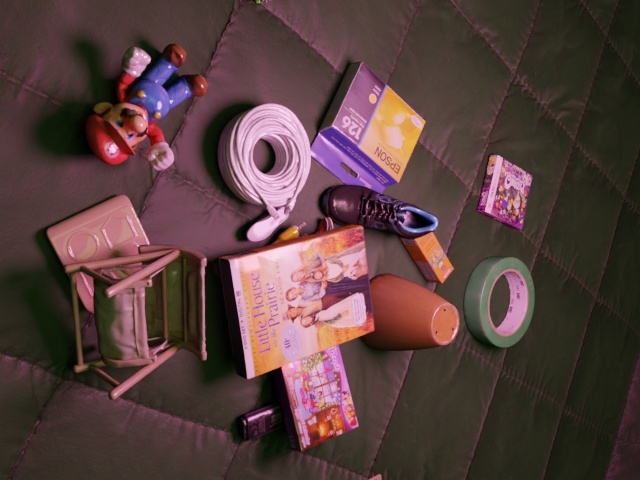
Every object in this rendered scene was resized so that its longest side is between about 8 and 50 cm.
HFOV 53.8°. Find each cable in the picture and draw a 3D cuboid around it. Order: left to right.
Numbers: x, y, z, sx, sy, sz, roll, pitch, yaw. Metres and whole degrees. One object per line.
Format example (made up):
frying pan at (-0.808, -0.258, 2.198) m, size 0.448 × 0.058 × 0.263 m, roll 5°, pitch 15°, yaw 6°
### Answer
cable at (-0.144, 0.057, 1.658) m, size 0.287 × 0.072 × 0.139 m, roll -20°, pitch 114°, yaw -23°
cable at (-0.137, -0.214, 1.609) m, size 0.257 × 0.089 × 0.257 m, roll 44°, pitch 66°, yaw -31°

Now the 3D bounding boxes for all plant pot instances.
plant pot at (0.270, 0.226, 1.854) m, size 0.237 × 0.254 × 0.237 m, roll -3°, pitch 94°, yaw -37°

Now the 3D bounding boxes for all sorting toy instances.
sorting toy at (-0.474, 0.028, 1.396) m, size 0.193 × 0.038 × 0.208 m, roll -33°, pitch 108°, yaw -32°

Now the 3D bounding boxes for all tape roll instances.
tape roll at (0.643, 0.218, 2.259) m, size 0.321 × 0.077 × 0.321 m, roll -4°, pitch 96°, yaw -38°

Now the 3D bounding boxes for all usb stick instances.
usb stick at (-0.097, 0.466, 1.713) m, size 0.278 × 0.045 × 0.077 m, roll -11°, pitch 107°, yaw -37°

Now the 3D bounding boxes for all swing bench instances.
swing bench at (-0.384, 0.158, 1.351) m, size 0.254 × 0.165 × 0.253 m, roll -19°, pitch 121°, yaw -46°

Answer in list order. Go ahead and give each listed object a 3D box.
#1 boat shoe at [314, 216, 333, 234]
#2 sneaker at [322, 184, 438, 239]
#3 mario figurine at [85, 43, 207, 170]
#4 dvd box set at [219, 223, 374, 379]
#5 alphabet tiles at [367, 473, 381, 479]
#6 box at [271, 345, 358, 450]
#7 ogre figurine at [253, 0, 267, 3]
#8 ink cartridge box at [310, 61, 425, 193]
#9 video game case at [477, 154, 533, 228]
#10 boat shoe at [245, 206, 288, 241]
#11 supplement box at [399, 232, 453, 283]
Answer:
boat shoe at (0.000, 0.000, 1.758) m, size 0.043 × 0.049 × 0.137 m, roll 11°, pitch 91°, yaw -36°
sneaker at (0.175, -0.088, 1.797) m, size 0.341 × 0.139 × 0.125 m, roll 11°, pitch 85°, yaw -19°
mario figurine at (-0.367, -0.286, 1.365) m, size 0.198 × 0.170 × 0.320 m, roll 33°, pitch 60°, yaw 1°
dvd box set at (-0.047, 0.146, 1.636) m, size 0.420 × 0.062 × 0.308 m, roll -14°, pitch 102°, yaw -35°
alphabet tiles at (0.137, 0.912, 1.949) m, size 0.285 × 0.011 × 0.343 m, roll -11°, pitch 100°, yaw -37°
box at (-0.021, 0.394, 1.714) m, size 0.201 × 0.057 × 0.293 m, roll -11°, pitch 85°, yaw -38°
ogre figurine at (-0.107, -0.692, 1.597) m, size 0.118 × 0.097 × 0.197 m, roll 8°, pitch 77°, yaw -27°
ink cartridge box at (0.144, -0.304, 1.838) m, size 0.303 × 0.072 × 0.307 m, roll 34°, pitch 70°, yaw -35°
video game case at (0.668, -0.172, 2.274) m, size 0.232 × 0.042 × 0.210 m, roll 20°, pitch 82°, yaw -37°
boat shoe at (-0.143, -0.042, 1.645) m, size 0.142 × 0.040 × 0.049 m, roll -37°, pitch 113°, yaw -31°
supplement box at (0.332, 0.029, 2.001) m, size 0.078 × 0.080 × 0.233 m, roll -49°, pitch 122°, yaw -23°
